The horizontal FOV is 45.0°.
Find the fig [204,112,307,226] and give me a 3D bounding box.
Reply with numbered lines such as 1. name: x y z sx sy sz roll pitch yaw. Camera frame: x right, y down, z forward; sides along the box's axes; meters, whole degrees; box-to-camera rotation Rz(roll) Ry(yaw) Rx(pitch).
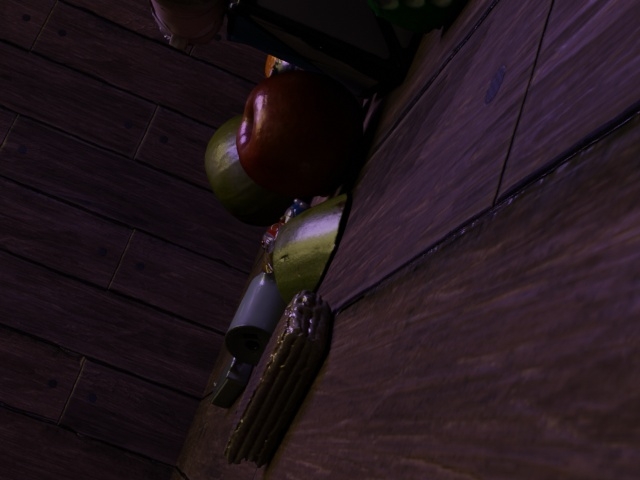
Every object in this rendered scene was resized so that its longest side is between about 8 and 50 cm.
1. fig: -0.127 -0.194 1.941 0.316 0.316 0.316 -158 90 -83

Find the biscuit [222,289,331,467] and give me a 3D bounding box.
1. biscuit: -0.054 0.181 0.992 0.108 0.062 0.239 -76 12 -61

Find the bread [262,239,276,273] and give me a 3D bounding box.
1. bread: -0.073 0.051 1.523 0.157 0.083 0.094 -79 0 -52

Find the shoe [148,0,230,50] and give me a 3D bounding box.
1. shoe: -0.206 -0.493 1.280 0.198 0.172 0.351 126 162 -68

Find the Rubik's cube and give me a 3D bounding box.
1. Rubik's cube: 0.029 -0.432 1.288 0.305 0.307 0.310 -159 90 -81

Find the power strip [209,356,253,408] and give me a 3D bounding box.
1. power strip: -0.201 0.317 1.753 0.272 0.052 0.078 126 165 -60

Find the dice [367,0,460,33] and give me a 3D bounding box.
1. dice: 0.130 -0.349 0.969 0.128 0.120 0.131 127 165 -69

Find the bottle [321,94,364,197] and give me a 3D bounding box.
1. bottle: -0.006 -0.197 1.510 0.147 0.148 0.236 134 149 -73

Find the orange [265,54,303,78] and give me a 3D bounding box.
1. orange: -0.019 -0.383 1.810 0.234 0.234 0.182 152 140 -80

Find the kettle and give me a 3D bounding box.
1. kettle: -0.094 0.144 1.364 0.098 0.127 0.148 -25 28 29

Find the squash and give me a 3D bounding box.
1. squash: -0.023 -0.007 1.241 0.184 0.085 0.192 119 169 -50

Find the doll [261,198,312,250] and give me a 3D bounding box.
1. doll: -0.069 -0.015 1.649 0.152 0.085 0.114 -57 26 3

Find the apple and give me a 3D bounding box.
1. apple: -0.033 -0.181 1.316 0.218 0.201 0.218 -171 90 -71
